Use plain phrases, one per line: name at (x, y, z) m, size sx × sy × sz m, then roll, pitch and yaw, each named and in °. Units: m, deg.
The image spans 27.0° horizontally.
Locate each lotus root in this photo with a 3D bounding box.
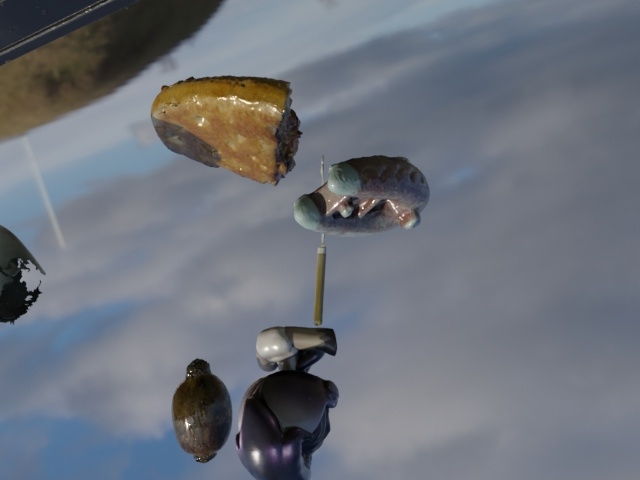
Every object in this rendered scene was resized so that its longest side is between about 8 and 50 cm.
lotus root at (-0.231, 0.331, 2.591) m, size 0.120 × 0.210 × 0.120 m, roll -4°, pitch -167°, yaw 1°

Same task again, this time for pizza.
pizza at (-0.150, -0.203, 2.334) m, size 0.409 × 0.277 × 0.114 m, roll -11°, pitch -125°, yaw 60°

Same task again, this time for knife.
knife at (0.003, 0.000, 2.321) m, size 0.017 × 0.298 × 0.047 m, roll 3°, pitch 177°, yaw 2°

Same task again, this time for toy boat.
toy boat at (0.073, -0.051, 1.956) m, size 0.227 × 0.085 × 0.155 m, roll -2°, pitch 146°, yaw -47°

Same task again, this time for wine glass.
wine glass at (-0.607, 0.002, 2.281) m, size 0.143 × 0.321 × 0.143 m, roll -40°, pitch 160°, yaw -18°

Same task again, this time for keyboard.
keyboard at (-0.341, -0.292, 1.682) m, size 0.309 × 0.101 × 0.018 m, roll -17°, pitch -128°, yaw 35°

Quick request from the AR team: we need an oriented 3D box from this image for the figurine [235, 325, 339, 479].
figurine at (-0.047, 0.219, 1.771) m, size 0.145 × 0.222 × 0.145 m, roll 1°, pitch 154°, yaw 1°
